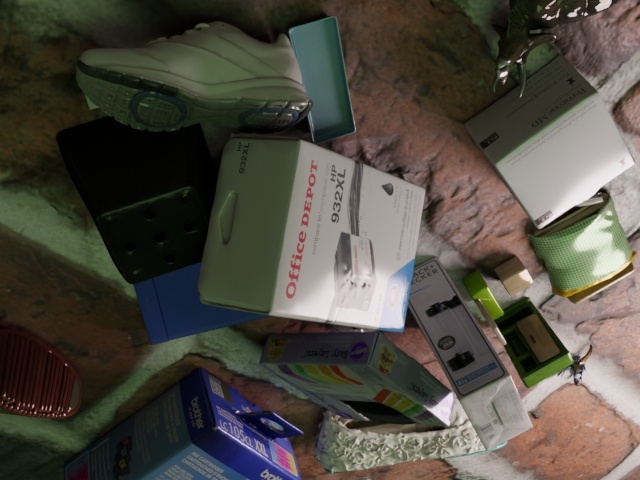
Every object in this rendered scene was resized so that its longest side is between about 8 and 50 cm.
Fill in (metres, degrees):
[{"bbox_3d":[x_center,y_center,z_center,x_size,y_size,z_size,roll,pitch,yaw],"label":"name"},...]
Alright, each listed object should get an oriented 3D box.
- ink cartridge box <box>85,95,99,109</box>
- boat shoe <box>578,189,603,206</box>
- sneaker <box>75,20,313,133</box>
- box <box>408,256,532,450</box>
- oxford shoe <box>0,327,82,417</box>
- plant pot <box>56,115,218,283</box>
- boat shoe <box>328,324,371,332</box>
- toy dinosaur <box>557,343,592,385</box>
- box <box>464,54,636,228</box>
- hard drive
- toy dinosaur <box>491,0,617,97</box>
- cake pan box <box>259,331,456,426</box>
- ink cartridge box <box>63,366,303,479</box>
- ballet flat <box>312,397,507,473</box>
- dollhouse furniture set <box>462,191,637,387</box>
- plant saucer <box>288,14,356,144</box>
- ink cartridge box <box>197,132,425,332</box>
[{"bbox_3d":[-0.257,-0.198,1.107,0.083,0.048,0.028,-15,133,-9],"label":"ink cartridge box"},{"bbox_3d":[0.415,-0.075,1.470,0.125,0.038,0.046,-8,173,-7],"label":"boat shoe"},{"bbox_3d":[-0.157,-0.208,1.086,0.297,0.129,0.111,1,160,-30],"label":"sneaker"},{"bbox_3d":[0.233,0.182,1.452,0.087,0.290,0.169,-29,131,3],"label":"box"},{"bbox_3d":[-0.529,0.197,1.325,0.130,0.122,0.348,-23,141,36],"label":"oxford shoe"},{"bbox_3d":[-0.227,-0.054,1.163,0.188,0.167,0.187,-18,132,-4],"label":"plant pot"},{"bbox_3d":[0.063,0.155,1.540,0.100,0.035,0.035,25,120,-27],"label":"boat shoe"},{"bbox_3d":[0.542,0.270,1.813,0.090,0.047,0.082,-38,151,-1],"label":"toy dinosaur"},{"bbox_3d":[0.350,-0.147,1.329,0.181,0.119,0.182,-36,132,11],"label":"box"},{"bbox_3d":[-0.130,0.047,1.369,0.319,0.040,0.210,-13,132,-9],"label":"hard drive"},{"bbox_3d":[0.340,-0.349,1.178,0.314,0.121,0.160,-32,145,1],"label":"toy dinosaur"},{"bbox_3d":[0.068,0.240,1.501,0.246,0.070,0.267,-3,148,40],"label":"cake pan box"},{"bbox_3d":[-0.225,0.403,1.570,0.395,0.151,0.270,-37,132,10],"label":"ink cartridge box"},{"bbox_3d":[0.186,0.362,1.703,0.409,0.147,0.146,-6,131,-15],"label":"ballet flat"},{"bbox_3d":[0.435,0.088,1.539,0.302,0.151,0.197,-32,132,7],"label":"dollhouse furniture set"},{"bbox_3d":[0.003,-0.221,1.206,0.067,0.018,0.192,-18,134,-5],"label":"plant saucer"},{"bbox_3d":[0.000,0.000,1.192,0.307,0.129,0.223,15,84,-52],"label":"ink cartridge box"}]
